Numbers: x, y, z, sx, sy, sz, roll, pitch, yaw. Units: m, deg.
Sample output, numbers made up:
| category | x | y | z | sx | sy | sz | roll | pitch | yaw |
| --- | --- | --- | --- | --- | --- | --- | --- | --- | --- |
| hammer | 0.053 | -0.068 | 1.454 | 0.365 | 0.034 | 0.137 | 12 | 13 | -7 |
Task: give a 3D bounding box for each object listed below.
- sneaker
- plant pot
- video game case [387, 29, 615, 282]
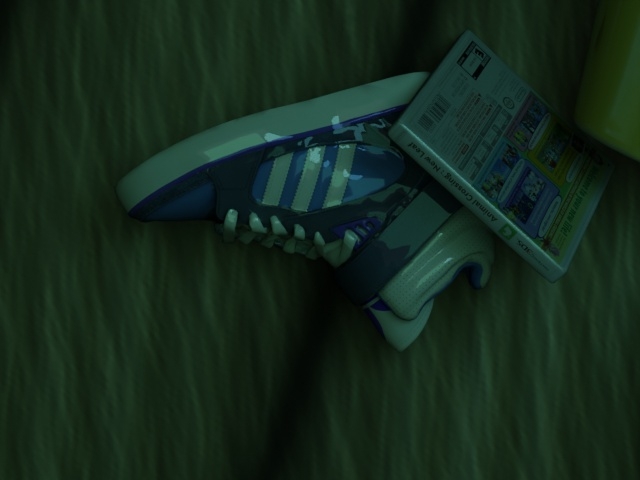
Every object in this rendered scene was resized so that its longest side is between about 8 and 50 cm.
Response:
| category | x | y | z | sx | sy | sz | roll | pitch | yaw |
| --- | --- | --- | --- | --- | --- | --- | --- | --- | --- |
| sneaker | 0.000 | 0.000 | 1.554 | 0.322 | 0.130 | 0.236 | -18 | 85 | -9 |
| plant pot | 0.345 | -0.182 | 1.532 | 0.254 | 0.254 | 0.239 | 22 | 105 | -2 |
| video game case | 0.167 | -0.080 | 1.538 | 0.193 | 0.212 | 0.023 | 42 | 125 | -4 |
